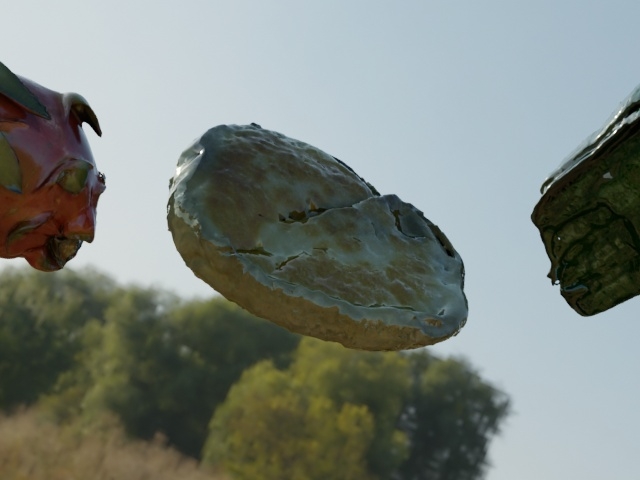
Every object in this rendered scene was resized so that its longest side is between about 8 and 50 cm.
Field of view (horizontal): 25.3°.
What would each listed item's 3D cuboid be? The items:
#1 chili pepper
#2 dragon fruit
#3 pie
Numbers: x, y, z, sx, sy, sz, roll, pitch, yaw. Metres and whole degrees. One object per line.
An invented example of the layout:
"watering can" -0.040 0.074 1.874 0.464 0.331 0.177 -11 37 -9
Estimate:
"chili pepper" 0.429 -0.066 1.955 0.213 0.167 0.385 37 -50 7
"dragon fruit" -0.340 -0.079 1.549 0.227 0.224 0.224 26 -10 -16
"pie" 0.000 -0.001 1.442 0.339 0.077 0.339 23 31 -15
